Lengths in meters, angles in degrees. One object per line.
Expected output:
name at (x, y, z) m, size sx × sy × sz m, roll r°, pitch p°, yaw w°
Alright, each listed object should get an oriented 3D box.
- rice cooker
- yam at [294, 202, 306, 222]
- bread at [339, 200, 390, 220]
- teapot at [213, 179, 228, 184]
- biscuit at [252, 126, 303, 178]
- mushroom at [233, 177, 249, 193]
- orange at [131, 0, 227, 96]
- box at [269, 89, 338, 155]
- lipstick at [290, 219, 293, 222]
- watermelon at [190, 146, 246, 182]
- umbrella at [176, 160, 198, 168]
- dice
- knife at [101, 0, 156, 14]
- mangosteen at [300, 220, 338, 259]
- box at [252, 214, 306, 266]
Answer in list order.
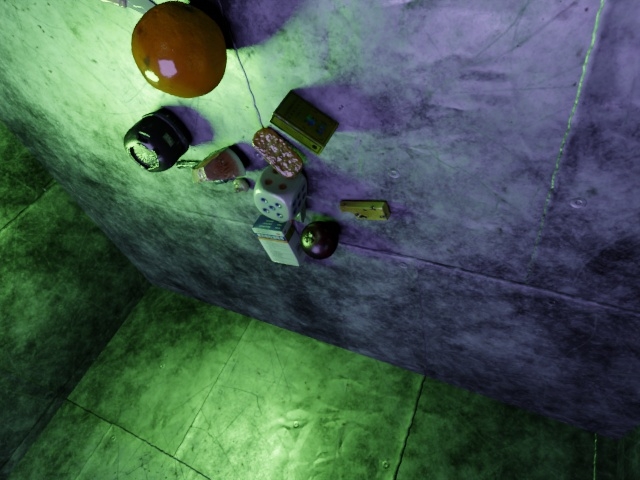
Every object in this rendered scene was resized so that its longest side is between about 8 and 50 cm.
rice cooker at (-0.764, -0.456, 1.939) m, size 0.266 × 0.225 × 0.267 m, roll 14°, pitch 141°, yaw 12°
yam at (-0.151, -0.160, 2.016) m, size 0.183 × 0.107 × 0.107 m, roll 17°, pitch 147°, yaw 20°
bread at (0.192, -0.133, 1.840) m, size 0.225 × 0.049 × 0.088 m, roll 4°, pitch 142°, yaw 35°
teapot at (-0.511, -0.320, 2.127) m, size 0.083 × 0.064 × 0.049 m, roll -1°, pitch 170°, yaw 35°
biscuit at (-0.178, -0.366, 1.748) m, size 0.118 × 0.029 × 0.247 m, roll -42°, pitch 102°, yaw 18°
mushroom at (-0.403, -0.265, 2.081) m, size 0.085 × 0.079 × 0.085 m, roll 19°, pitch 145°, yaw 14°
orange at (-0.466, -0.631, 1.389) m, size 0.311 × 0.312 × 0.312 m, roll 20°, pitch 148°, yaw 13°
box at (-0.058, -0.428, 1.516) m, size 0.219 × 0.141 × 0.064 m, roll 31°, pitch 148°, yaw -7°
lipstick at (-0.155, -0.131, 2.131) m, size 0.030 × 0.030 × 0.129 m, roll 15°, pitch 146°, yaw 20°
watermelon at (-0.503, -0.342, 1.937) m, size 0.317 × 0.226 × 0.148 m, roll -5°, pitch 110°, yaw 26°
umbrella at (-0.668, -0.391, 2.144) m, size 0.188 × 0.050 × 0.046 m, roll 7°, pitch 123°, yaw 32°
dice at (-0.177, -0.216, 1.870) m, size 0.191 × 0.193 × 0.194 m, roll 18°, pitch 146°, yaw 14°
knife at (-0.669, -0.853, 1.490) m, size 0.335 × 0.043 × 0.081 m, roll 22°, pitch 142°, yaw -2°
mangosteen at (0.000, 0.000, 2.059) m, size 0.209 × 0.210 × 0.210 m, roll 20°, pitch 148°, yaw 13°
box at (-0.221, 0.003, 2.307) m, size 0.199 × 0.107 × 0.300 m, roll 8°, pitch 142°, yaw 29°
